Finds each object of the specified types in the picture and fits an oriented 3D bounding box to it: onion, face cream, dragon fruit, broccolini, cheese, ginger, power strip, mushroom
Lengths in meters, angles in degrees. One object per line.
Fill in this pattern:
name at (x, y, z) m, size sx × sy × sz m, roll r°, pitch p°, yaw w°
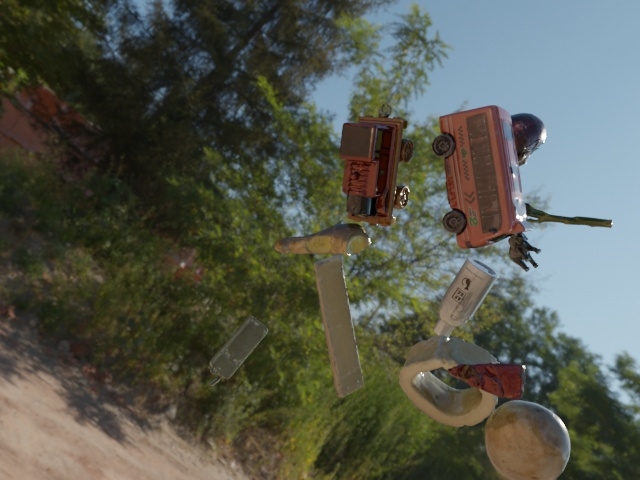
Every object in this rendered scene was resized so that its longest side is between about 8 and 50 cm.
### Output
onion at (0.734, -0.393, 2.292) m, size 0.232 × 0.314 × 0.314 m, roll 63°, pitch -7°, yaw 11°
face cream at (0.568, 0.260, 2.359) m, size 0.145 × 0.369 × 0.145 m, roll 25°, pitch 17°, yaw -8°
dragon fruit at (0.309, 0.265, 1.082) m, size 0.131 × 0.063 × 0.097 m, roll 11°, pitch -25°, yaw -20°
broccolini at (0.822, -0.095, 2.030) m, size 0.392 × 0.078 × 0.074 m, roll 6°, pitch 4°, yaw 13°
cheese at (0.457, 0.486, 2.048) m, size 0.332 × 0.153 × 0.292 m, roll 32°, pitch -54°, yaw 0°
ginger at (0.000, 0.000, 1.674) m, size 0.295 × 0.131 × 0.086 m, roll -4°, pitch -55°, yaw 19°
power strip at (-0.317, 0.412, 2.128) m, size 0.093 × 0.288 × 0.053 m, roll 44°, pitch -14°, yaw -12°
cheese at (0.049, 0.229, 1.508) m, size 0.034 × 0.085 × 0.400 m, roll 27°, pitch -50°, yaw 60°
mushroom at (0.750, 0.719, 2.088) m, size 0.297 × 0.297 × 0.290 m, roll 34°, pitch 15°, yaw 25°

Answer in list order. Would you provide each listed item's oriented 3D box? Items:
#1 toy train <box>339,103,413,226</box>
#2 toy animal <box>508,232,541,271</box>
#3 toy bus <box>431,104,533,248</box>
toy train at (0.156, -0.225, 1.727) m, size 0.163 × 0.369 × 0.232 m, roll 12°, pitch 10°, yaw 35°
toy animal at (0.820, 0.026, 2.346) m, size 0.137 × 0.082 × 0.269 m, roll 52°, pitch -8°, yaw 43°
toy bus at (0.510, -0.195, 1.817) m, size 0.233 × 0.426 × 0.203 m, roll -10°, pitch -4°, yaw 34°
